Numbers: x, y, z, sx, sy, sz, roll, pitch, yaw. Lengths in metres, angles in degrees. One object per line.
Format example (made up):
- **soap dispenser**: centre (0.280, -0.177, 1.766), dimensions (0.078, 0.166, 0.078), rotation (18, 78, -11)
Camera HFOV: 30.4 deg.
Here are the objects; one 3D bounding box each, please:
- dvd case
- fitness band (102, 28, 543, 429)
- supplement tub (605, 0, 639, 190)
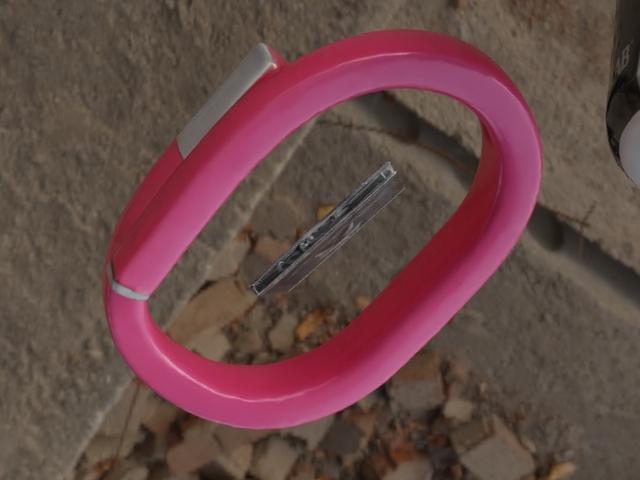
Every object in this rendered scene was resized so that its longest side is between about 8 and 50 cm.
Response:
- **dvd case**: centre (0.013, -0.008, 1.128), dimensions (0.164, 0.221, 0.018), rotation (-42, 85, 4)
- **fitness band**: centre (0.000, 0.000, 0.695), dimensions (0.209, 0.054, 0.291), rotation (29, 115, -31)
- **supplement tub**: centre (0.237, -0.169, 0.528), dimensions (0.193, 0.316, 0.193), rotation (10, 160, 4)
